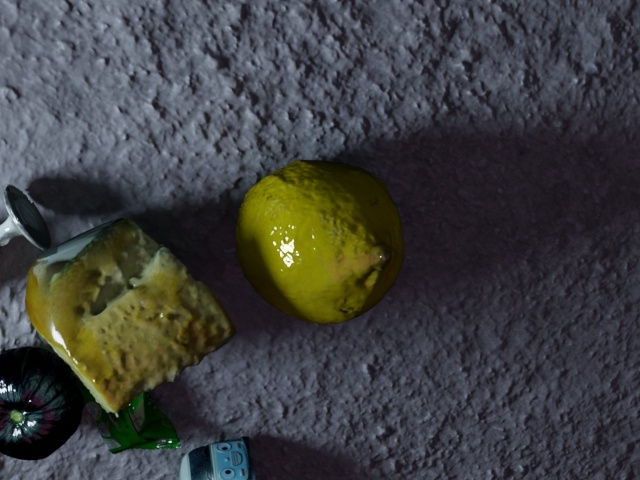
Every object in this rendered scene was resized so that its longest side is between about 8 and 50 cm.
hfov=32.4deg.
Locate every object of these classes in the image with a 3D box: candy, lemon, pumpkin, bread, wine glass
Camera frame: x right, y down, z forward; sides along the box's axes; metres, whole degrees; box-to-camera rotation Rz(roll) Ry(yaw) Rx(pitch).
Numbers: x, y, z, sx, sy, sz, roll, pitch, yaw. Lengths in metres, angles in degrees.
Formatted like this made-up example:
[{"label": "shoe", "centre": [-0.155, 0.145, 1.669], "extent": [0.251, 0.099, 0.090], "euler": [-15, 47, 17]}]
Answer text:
[{"label": "candy", "centre": [-0.350, 0.320, 2.010], "extent": [0.141, 0.078, 0.203], "euler": [-24, 121, 0]}, {"label": "lemon", "centre": [0.000, 0.000, 1.760], "extent": [0.268, 0.322, 0.268], "euler": [1, 87, -27]}, {"label": "pumpkin", "centre": [-0.506, 0.278, 1.895], "extent": [0.202, 0.140, 0.202], "euler": [0, 108, 0]}, {"label": "bread", "centre": [-0.324, 0.096, 1.743], "extent": [0.239, 0.395, 0.264], "euler": [-38, 103, -12]}, {"label": "wine glass", "centre": [-0.549, 0.024, 1.720], "extent": [0.241, 0.126, 0.126], "euler": [-31, 126, 6]}]

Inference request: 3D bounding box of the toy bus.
[{"label": "toy bus", "centre": [-0.206, 0.521, 2.155], "extent": [0.165, 0.133, 0.271], "euler": [-1, 126, -11]}]
